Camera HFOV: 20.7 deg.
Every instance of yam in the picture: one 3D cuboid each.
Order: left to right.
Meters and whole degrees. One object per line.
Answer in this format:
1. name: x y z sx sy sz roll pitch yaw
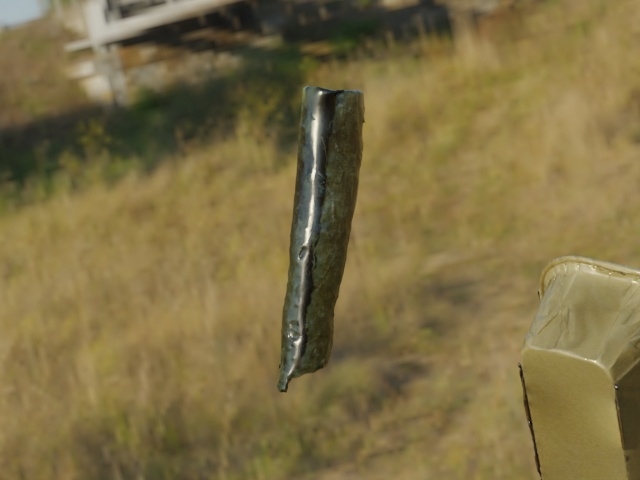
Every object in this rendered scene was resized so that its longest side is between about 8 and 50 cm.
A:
1. yam: 0.000 0.000 0.743 0.027 0.129 0.033 7 5 15

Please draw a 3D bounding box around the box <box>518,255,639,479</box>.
1. box: 0.186 0.094 1.113 0.111 0.177 0.111 -10 34 7
